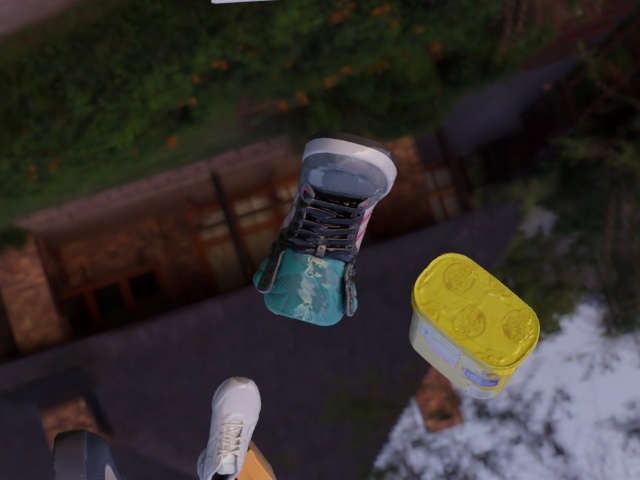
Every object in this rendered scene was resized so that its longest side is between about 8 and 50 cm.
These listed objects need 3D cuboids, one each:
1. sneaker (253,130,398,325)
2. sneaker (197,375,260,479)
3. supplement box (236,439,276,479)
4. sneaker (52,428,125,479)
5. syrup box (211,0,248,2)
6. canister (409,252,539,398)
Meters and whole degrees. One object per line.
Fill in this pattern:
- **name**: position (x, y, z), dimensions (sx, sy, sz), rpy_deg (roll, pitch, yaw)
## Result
- **sneaker**: position (0.000, 0.000, 1.602), dimensions (0.124, 0.178, 0.295), rpy_deg (15, 163, -2)
- **sneaker**: position (-0.095, 0.216, 1.555), dimensions (0.054, 0.152, 0.061), rpy_deg (8, -153, -13)
- **supplement box**: position (-0.086, 0.276, 1.769), dimensions (0.036, 0.062, 0.098), rpy_deg (-36, -170, -3)
- **sneaker**: position (-0.107, 0.280, 1.140), dimensions (0.131, 0.319, 0.112), rpy_deg (-21, -170, 3)
- **syrup box**: position (-0.008, -0.334, 1.629), dimensions (0.237, 0.096, 0.093), rpy_deg (-3, -141, -2)
- **canister**: position (0.146, 0.090, 1.429), dimensions (0.073, 0.126, 0.170), rpy_deg (-48, 168, -13)
